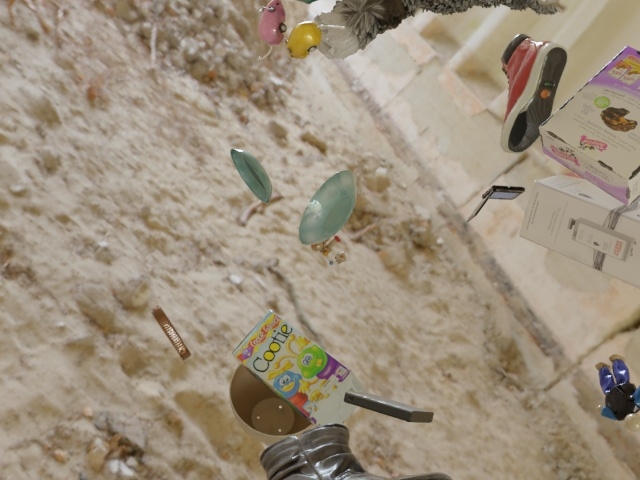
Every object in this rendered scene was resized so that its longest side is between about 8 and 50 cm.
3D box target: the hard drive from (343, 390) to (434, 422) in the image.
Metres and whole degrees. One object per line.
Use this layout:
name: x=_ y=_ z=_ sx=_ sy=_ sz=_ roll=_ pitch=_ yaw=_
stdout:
hard drive: x=0.122 y=0.297 z=1.323 sx=0.135 sy=0.022 sz=0.094 roll=10 pitch=-7 yaw=34

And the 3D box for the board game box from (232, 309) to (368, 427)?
board game box: x=-0.050 y=0.311 z=1.746 sx=0.275 sy=0.142 sz=0.144 roll=32 pitch=-17 yaw=36

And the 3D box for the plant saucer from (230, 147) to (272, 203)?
plant saucer: x=-0.121 y=-0.121 z=1.351 sx=0.119 sy=0.021 sz=0.119 roll=49 pitch=-15 yaw=18

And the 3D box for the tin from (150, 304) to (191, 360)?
tin: x=-0.453 y=0.280 z=2.260 sx=0.189 sy=0.040 sz=0.106 roll=60 pitch=-8 yaw=-13

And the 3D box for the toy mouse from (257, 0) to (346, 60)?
toy mouse: x=-0.046 y=-0.308 z=0.989 sx=0.031 sy=0.161 sz=0.143 roll=-2 pitch=74 yaw=-44

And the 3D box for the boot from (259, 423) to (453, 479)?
boot: x=0.060 y=0.410 z=1.325 sx=0.222 sy=0.338 sz=0.118 roll=-104 pitch=-175 yaw=-58

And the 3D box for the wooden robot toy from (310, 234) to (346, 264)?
wooden robot toy: x=0.000 y=0.000 z=2.088 sx=0.173 sy=0.076 sz=0.079 roll=49 pitch=21 yaw=24

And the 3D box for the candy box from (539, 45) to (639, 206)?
candy box: x=0.454 y=-0.172 z=1.099 sx=0.165 sy=0.196 sz=0.070 roll=44 pitch=-8 yaw=36

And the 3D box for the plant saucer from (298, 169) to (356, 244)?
plant saucer: x=0.029 y=-0.063 z=1.649 sx=0.037 sy=0.195 sz=0.195 roll=34 pitch=11 yaw=24

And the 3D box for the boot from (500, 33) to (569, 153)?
boot: x=0.428 y=-0.320 z=1.617 sx=0.088 sy=0.244 sz=0.176 roll=11 pitch=19 yaw=-23

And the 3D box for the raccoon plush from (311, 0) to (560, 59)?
raccoon plush: x=0.200 y=-0.413 z=1.222 sx=0.216 sy=0.446 sz=0.299 roll=65 pitch=10 yaw=24

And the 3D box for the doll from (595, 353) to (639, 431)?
doll: x=0.647 y=0.327 z=1.591 sx=0.046 sy=0.129 sz=0.189 roll=38 pitch=30 yaw=-22

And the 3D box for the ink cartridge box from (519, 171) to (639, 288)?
ink cartridge box: x=0.543 y=-0.023 z=1.348 sx=0.207 sy=0.117 sz=0.283 roll=-14 pitch=32 yaw=-43

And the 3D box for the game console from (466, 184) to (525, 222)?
game console: x=0.389 y=-0.078 z=1.657 sx=0.107 sy=0.071 sz=0.122 roll=3 pitch=-6 yaw=1

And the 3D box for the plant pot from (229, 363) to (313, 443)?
plant pot: x=-0.134 y=0.495 z=2.233 sx=0.284 sy=0.191 sz=0.284 roll=4 pitch=51 yaw=-5
